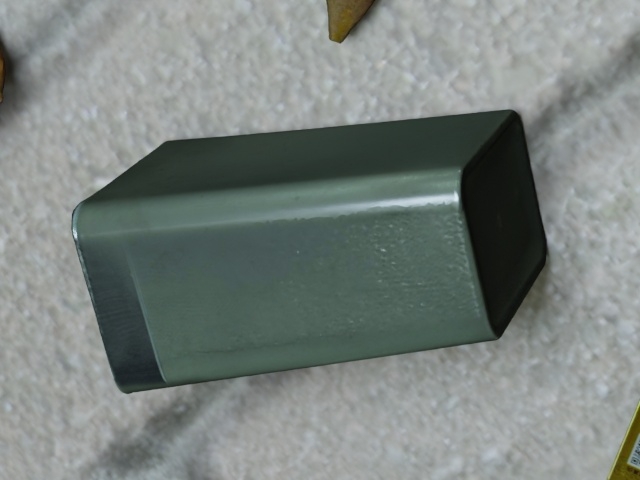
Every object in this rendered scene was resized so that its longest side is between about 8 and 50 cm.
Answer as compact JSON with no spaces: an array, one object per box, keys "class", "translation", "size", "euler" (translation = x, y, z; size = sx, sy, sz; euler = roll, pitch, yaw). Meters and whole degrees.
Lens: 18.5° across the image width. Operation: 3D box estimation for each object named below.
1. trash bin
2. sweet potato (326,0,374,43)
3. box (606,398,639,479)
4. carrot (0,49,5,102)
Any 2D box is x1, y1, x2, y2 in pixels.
[{"class":"trash bin","translation":[0.000,0.000,1.188],"size":[0.240,0.164,0.122],"euler":[-7,107,21]},{"class":"sweet potato","translation":[0.031,-0.218,1.152],"size":[0.065,0.051,0.218],"euler":[11,114,14]},{"class":"box","translation":[0.238,0.110,1.210],"size":[0.089,0.022,0.156],"euler":[22,116,14]},{"class":"carrot","translation":[-0.341,-0.055,1.313],"size":[0.196,0.196,0.254],"euler":[38,129,5]}]
